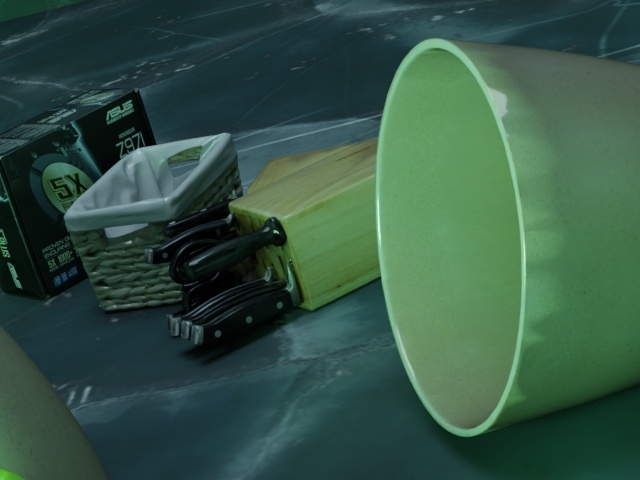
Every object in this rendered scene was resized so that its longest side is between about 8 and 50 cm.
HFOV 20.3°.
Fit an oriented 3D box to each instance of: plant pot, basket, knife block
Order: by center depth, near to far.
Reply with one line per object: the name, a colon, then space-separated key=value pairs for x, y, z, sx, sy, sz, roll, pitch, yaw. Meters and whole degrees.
plant pot: x=0.206 y=-0.012 z=1.190 sx=0.274 sy=0.257 sz=0.256 roll=-5 pitch=16 yaw=-18
knife block: x=0.000 y=0.000 z=1.497 sx=0.275 sy=0.088 sz=0.242 roll=-10 pitch=21 yaw=17
basket: x=-0.142 y=-0.017 z=1.631 sx=0.113 sy=0.103 sz=0.167 roll=-8 pitch=22 yaw=22

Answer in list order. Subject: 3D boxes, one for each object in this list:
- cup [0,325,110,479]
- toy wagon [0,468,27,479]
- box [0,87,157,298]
cup: x=-0.326 y=0.130 z=1.182 sx=0.331 sy=0.237 sz=0.331 roll=-15 pitch=19 yaw=5
toy wagon: x=-0.217 y=0.230 z=0.954 sx=0.344 sy=0.068 sz=0.267 roll=8 pitch=34 yaw=24
box: x=-0.242 y=-0.049 z=1.733 sx=0.180 sy=0.147 sz=0.077 roll=-31 pitch=24 yaw=-37
